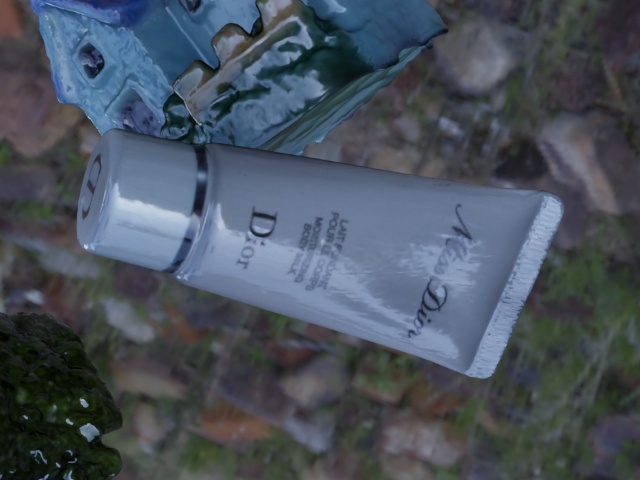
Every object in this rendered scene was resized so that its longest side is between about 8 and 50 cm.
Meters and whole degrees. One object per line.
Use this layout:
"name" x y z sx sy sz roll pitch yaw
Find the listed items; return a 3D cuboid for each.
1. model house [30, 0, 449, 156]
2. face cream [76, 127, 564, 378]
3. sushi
"model house" -0.109 -0.214 1.333 0.329 0.251 0.295 57 139 5
"face cream" 0.000 0.000 0.996 0.314 0.143 0.089 13 -162 -22
"sushi" -0.328 0.248 1.394 0.178 0.352 0.294 6 -151 -41
